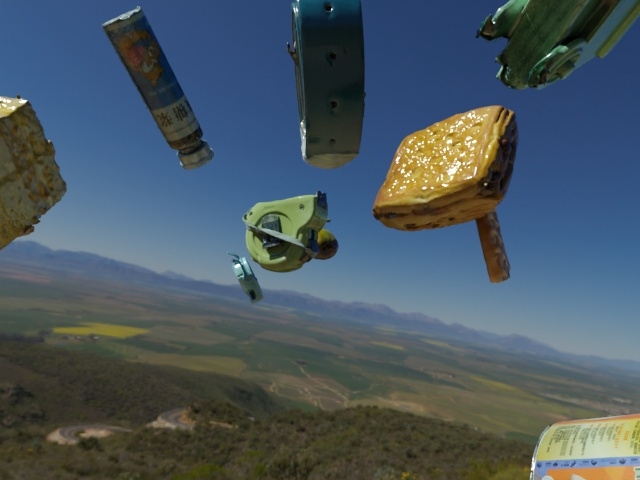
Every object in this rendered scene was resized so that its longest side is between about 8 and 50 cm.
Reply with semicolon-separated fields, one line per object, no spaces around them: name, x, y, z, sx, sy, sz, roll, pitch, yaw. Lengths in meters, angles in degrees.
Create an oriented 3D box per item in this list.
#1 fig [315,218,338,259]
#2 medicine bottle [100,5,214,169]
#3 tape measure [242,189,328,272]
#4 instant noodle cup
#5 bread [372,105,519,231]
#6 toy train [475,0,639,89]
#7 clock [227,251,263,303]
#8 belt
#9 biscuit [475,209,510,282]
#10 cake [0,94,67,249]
fig;0.000;0.000;1.137;0.084;0.098;0.082;-14;-6;-7
medicine bottle;-0.193;-0.178;0.563;0.051;0.051;0.191;6;-44;30
tape measure;-0.086;-0.016;1.028;0.200;0.175;0.106;-4;-10;22
instant noodle cup;0.414;0.347;0.563;0.297;0.296;0.214;16;-26;-37
bread;0.216;-0.113;0.787;0.235;0.210;0.099;-11;-45;47
toy train;0.306;-0.299;0.500;0.120;0.202;0.300;50;-21;17
clock;-0.204;0.091;1.239;0.045;0.147;0.108;-27;33;-8
belt;0.015;-0.390;1.141;0.173;0.300;0.436;-7;-51;0
biscuit;0.350;-0.026;0.949;0.040;0.204;0.309;-15;0;21
cake;-0.662;-0.111;0.831;0.228;0.286;0.222;8;-49;7
